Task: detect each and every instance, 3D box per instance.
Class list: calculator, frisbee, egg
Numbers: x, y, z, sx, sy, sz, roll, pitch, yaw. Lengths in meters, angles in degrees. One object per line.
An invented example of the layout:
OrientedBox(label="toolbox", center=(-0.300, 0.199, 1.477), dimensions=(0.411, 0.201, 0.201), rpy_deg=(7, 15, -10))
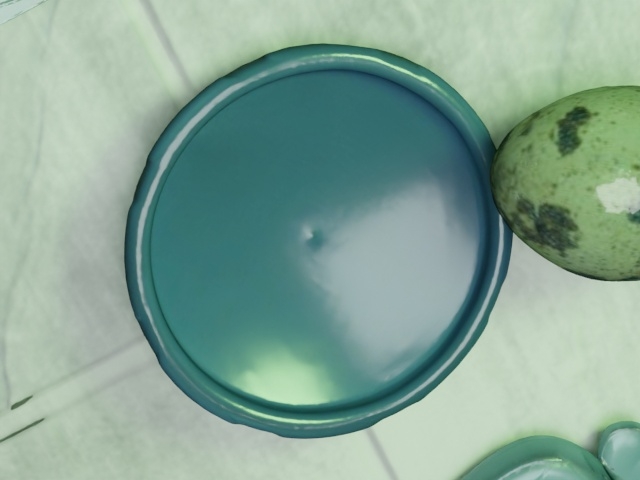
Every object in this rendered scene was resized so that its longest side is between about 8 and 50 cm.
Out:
OrientedBox(label="calculator", center=(0.163, 0.260, 1.323), dimensions=(0.303, 0.042, 0.188), rpy_deg=(-44, 109, 7))
OrientedBox(label="frisbee", center=(-0.001, 0.000, 1.206), dimensions=(0.290, 0.049, 0.289), rpy_deg=(-4, 104, -16))
OrientedBox(label="egg", center=(0.206, -0.040, 1.187), dimensions=(0.182, 0.141, 0.141), rpy_deg=(0, 107, -17))

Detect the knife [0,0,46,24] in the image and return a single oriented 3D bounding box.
OrientedBox(label="knife", center=(-0.092, -0.236, 1.128), dimensions=(0.331, 0.044, 0.080), rpy_deg=(-22, 110, 0))
